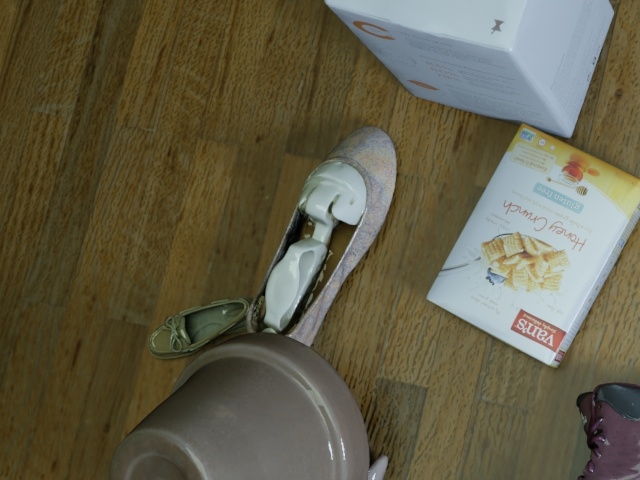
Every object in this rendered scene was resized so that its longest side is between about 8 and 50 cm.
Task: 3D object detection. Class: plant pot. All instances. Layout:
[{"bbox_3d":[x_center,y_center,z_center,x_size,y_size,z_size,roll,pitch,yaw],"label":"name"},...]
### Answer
[{"bbox_3d":[-0.112,0.251,1.804,0.263,0.229,0.263,7,102,33],"label":"plant pot"}]

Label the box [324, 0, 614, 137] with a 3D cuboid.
[{"bbox_3d":[0.177,-0.259,1.791,0.215,0.345,0.168,18,85,21],"label":"box"}]

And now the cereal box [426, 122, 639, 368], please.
[{"bbox_3d":[0.254,0.006,1.868,0.173,0.047,0.240,28,89,22],"label":"cereal box"}]

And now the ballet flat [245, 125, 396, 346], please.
[{"bbox_3d":[0.000,0.000,1.927,0.108,0.106,0.316,21,86,23],"label":"ballet flat"}]

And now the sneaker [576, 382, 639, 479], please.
[{"bbox_3d":[0.304,0.259,1.779,0.281,0.106,0.162,-35,64,-1],"label":"sneaker"}]

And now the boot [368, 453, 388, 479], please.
[{"bbox_3d":[0.071,0.321,1.874,0.087,0.042,0.118,36,94,17],"label":"boot"}]

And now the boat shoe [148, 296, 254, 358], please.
[{"bbox_3d":[-0.150,0.106,1.989,0.153,0.048,0.056,-17,74,15],"label":"boat shoe"}]
